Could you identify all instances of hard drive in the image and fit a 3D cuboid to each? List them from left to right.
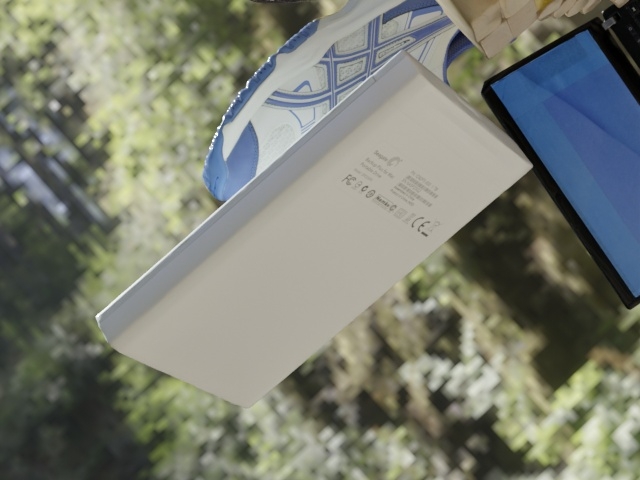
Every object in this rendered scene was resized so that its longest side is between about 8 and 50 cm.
[{"bbox_3d":[0.000,0.000,1.537,0.307,0.040,0.203,-40,-33,12],"label":"hard drive"}]

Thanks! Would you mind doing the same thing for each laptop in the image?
[{"bbox_3d":[0.318,-0.117,1.700,0.264,0.234,0.136,-36,-5,23],"label":"laptop"}]

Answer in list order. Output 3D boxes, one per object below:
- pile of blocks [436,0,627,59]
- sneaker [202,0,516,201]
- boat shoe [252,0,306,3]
[{"bbox_3d":[0.173,-0.224,1.256,0.362,0.112,0.149,-24,-23,-48],"label":"pile of blocks"},{"bbox_3d":[0.038,-0.122,1.598,0.296,0.131,0.112,-45,-7,-3],"label":"sneaker"},{"bbox_3d":[0.043,-0.275,1.825,0.285,0.103,0.092,-11,24,17],"label":"boat shoe"}]
